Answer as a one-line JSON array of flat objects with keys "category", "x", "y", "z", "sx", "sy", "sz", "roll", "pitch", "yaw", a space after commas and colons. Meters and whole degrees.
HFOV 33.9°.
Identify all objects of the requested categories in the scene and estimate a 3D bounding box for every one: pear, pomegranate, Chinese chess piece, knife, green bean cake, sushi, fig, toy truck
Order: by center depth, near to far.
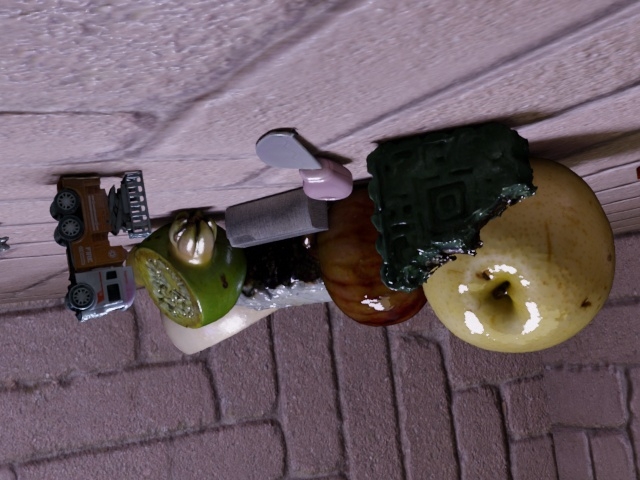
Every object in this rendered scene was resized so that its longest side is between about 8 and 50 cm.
[{"category": "toy truck", "x": -0.270, "y": 0.008, "z": 1.310, "sx": 0.115, "sy": 0.178, "sz": 0.080, "roll": -7, "pitch": 176, "yaw": -19}, {"category": "green bean cake", "x": 0.167, "y": -0.042, "z": 1.316, "sx": 0.208, "sy": 0.194, "sz": 0.107, "roll": -10, "pitch": 169, "yaw": 18}, {"category": "knife", "x": -0.028, "y": -0.101, "z": 1.321, "sx": 0.081, "sy": 0.043, "sz": 0.336, "roll": -2, "pitch": 170, "yaw": 14}, {"category": "pear", "x": 0.301, "y": 0.014, "z": 1.601, "sx": 0.309, "sy": 0.309, "sz": 0.309, "roll": -7, "pitch": 175, "yaw": -1}, {"category": "fig", "x": 0.093, "y": 0.021, "z": 1.719, "sx": 0.214, "sy": 0.235, "sz": 0.235, "roll": -29, "pitch": 162, "yaw": 38}, {"category": "pomegranate", "x": -0.221, "y": 0.025, "z": 1.835, "sx": 0.190, "sy": 0.241, "sz": 0.159, "roll": 20, "pitch": -131, "yaw": 42}, {"category": "sushi", "x": -0.044, "y": 0.030, "z": 1.922, "sx": 0.343, "sy": 0.182, "sz": 0.196, "roll": -13, "pitch": 171, "yaw": 38}, {"category": "Chinese chess piece", "x": -0.183, "y": 0.112, "z": 2.247, "sx": 0.338, "sy": 0.141, "sz": 0.338, "roll": -30, "pitch": -179, "yaw": 1}]

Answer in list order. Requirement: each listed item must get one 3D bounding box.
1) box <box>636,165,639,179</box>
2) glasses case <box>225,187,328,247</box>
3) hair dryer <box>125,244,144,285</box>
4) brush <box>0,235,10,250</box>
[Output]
[{"category": "box", "x": 0.625, "y": -0.131, "z": 1.920, "sx": 0.082, "sy": 0.023, "sz": 0.051, "roll": -8, "pitch": 174, "yaw": 3}, {"category": "glasses case", "x": -0.074, "y": -0.037, "z": 1.704, "sx": 0.047, "sy": 0.071, "sz": 0.205, "roll": 3, "pitch": 170, "yaw": -45}, {"category": "hair dryer", "x": -0.286, "y": 0.037, "z": 2.247, "sx": 0.134, "sy": 0.090, "sz": 0.278, "roll": -10, "pitch": 180, "yaw": 27}, {"category": "brush", "x": -0.584, "y": 0.016, "z": 1.723, "sx": 0.070, "sy": 0.051, "sz": 0.323, "roll": 6, "pitch": 171, "yaw": -41}]
